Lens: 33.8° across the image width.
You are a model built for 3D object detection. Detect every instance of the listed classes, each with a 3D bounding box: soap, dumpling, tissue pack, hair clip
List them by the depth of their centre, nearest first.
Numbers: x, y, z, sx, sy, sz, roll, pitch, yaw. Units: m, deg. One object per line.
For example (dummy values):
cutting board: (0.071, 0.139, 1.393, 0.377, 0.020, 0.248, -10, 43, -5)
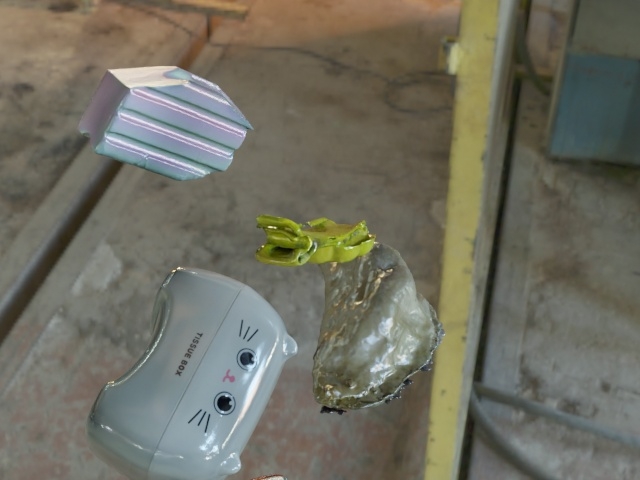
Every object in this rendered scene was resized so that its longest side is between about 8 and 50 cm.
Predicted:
hair clip: (0.000, 0.000, 1.012, 0.072, 0.046, 0.173, 9, 6, 23)
soap: (-0.147, -0.117, 1.031, 0.149, 0.100, 0.056, 17, 22, -43)
dumpling: (0.073, 0.082, 1.298, 0.166, 0.086, 0.332, 0, 35, 0)
tissue pack: (-0.190, 0.227, 1.634, 0.236, 0.229, 0.333, 25, 63, 4)

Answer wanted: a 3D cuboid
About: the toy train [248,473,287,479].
toy train: (-0.046, 0.447, 1.070, 0.086, 0.409, 0.089, -6, -8, -46)
